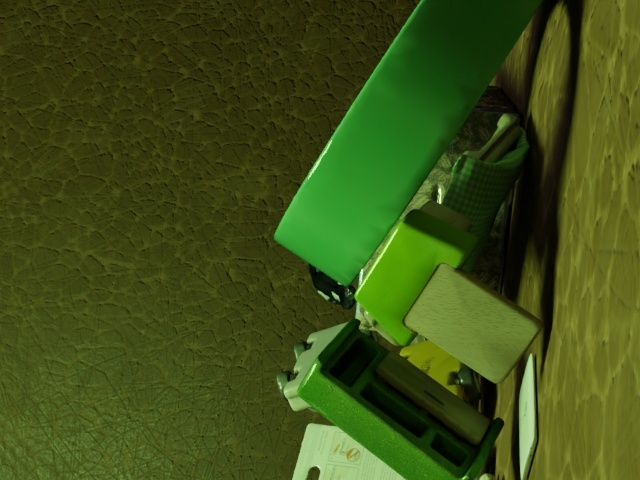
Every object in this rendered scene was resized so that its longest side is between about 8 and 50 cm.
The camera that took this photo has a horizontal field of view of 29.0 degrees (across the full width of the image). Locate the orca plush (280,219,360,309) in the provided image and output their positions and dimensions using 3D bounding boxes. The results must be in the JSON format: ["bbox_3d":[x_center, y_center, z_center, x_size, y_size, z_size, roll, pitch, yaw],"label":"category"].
[{"bbox_3d":[0.000,0.000,1.474,0.287,0.102,0.151,84,-169,-77],"label":"orca plush"}]

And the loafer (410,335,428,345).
[{"bbox_3d":[0.177,0.182,2.101,0.056,0.050,0.148,93,-176,-46],"label":"loafer"}]

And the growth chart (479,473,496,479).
[{"bbox_3d":[0.134,0.293,0.995,0.237,0.021,0.172,-70,-14,-80],"label":"growth chart"}]

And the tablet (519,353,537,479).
[{"bbox_3d":[0.155,0.132,0.926,0.083,0.006,0.054,-83,-3,-45],"label":"tablet"}]

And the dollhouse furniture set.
[{"bbox_3d":[0.135,0.043,1.037,0.197,0.151,0.301,-60,-9,29],"label":"dollhouse furniture set"}]

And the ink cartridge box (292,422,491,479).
[{"bbox_3d":[0.057,0.253,1.148,0.045,0.179,0.145,55,-135,-52],"label":"ink cartridge box"}]

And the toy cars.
[{"bbox_3d":[0.071,0.163,1.348,0.394,0.176,0.087,1,115,61],"label":"toy cars"}]

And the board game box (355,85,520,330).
[{"bbox_3d":[0.122,-0.046,1.342,0.291,0.141,0.232,-72,-13,-77],"label":"board game box"}]

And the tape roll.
[{"bbox_3d":[0.079,-0.114,1.018,0.321,0.077,0.321,-57,-1,-2],"label":"tape roll"}]
